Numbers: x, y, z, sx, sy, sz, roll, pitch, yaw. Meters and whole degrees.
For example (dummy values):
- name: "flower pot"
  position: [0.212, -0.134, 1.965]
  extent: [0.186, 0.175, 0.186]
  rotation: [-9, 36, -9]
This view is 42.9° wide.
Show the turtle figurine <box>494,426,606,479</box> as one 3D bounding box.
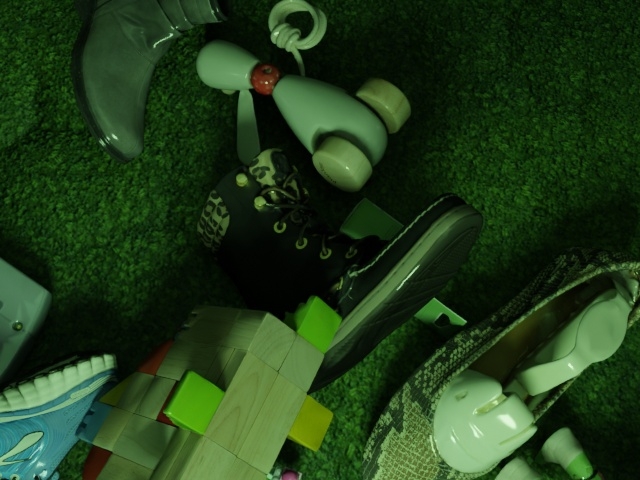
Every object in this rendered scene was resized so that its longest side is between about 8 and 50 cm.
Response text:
- name: "turtle figurine"
  position: [0.346, 0.392, 1.025]
  extent: [0.198, 0.274, 0.266]
  rotation: [-41, 57, -1]

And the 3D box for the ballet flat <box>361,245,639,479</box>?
- name: "ballet flat"
  position: [0.259, 0.166, 1.052]
  extent: [0.483, 0.182, 0.164]
  rotation: [-38, 101, -19]

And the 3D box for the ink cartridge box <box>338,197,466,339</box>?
- name: "ink cartridge box"
  position: [0.119, 0.042, 1.127]
  extent: [0.209, 0.109, 0.062]
  rotation: [36, 70, 7]

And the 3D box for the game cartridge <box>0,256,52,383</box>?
- name: "game cartridge"
  position: [-0.495, 0.145, 1.043]
  extent: [0.196, 0.060, 0.294]
  rotation: [32, 69, 9]

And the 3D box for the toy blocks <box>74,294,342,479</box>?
- name: "toy blocks"
  position: [-0.168, 0.220, 0.921]
  extent: [0.191, 0.261, 0.381]
  rotation: [42, 64, -32]

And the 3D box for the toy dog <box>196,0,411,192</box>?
- name: "toy dog"
  position: [-0.020, -0.179, 1.195]
  extent: [0.220, 0.161, 0.333]
  rotation: [-32, 62, -14]

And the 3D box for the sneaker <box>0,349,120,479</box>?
- name: "sneaker"
  position: [-0.377, 0.248, 0.956]
  extent: [0.330, 0.130, 0.147]
  rotation: [-20, 95, -30]

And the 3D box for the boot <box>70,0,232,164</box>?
- name: "boot"
  position: [-0.233, -0.291, 1.161]
  extent: [0.223, 0.118, 0.338]
  rotation: [-15, 72, 14]

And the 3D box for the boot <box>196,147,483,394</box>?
- name: "boot"
  position: [0.000, 0.000, 1.021]
  extent: [0.138, 0.377, 0.284]
  rotation: [-14, 62, -45]

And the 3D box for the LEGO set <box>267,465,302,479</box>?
- name: "LEGO set"
  position: [-0.119, 0.385, 0.950]
  extent: [0.132, 0.107, 0.287]
  rotation: [8, 60, 14]
